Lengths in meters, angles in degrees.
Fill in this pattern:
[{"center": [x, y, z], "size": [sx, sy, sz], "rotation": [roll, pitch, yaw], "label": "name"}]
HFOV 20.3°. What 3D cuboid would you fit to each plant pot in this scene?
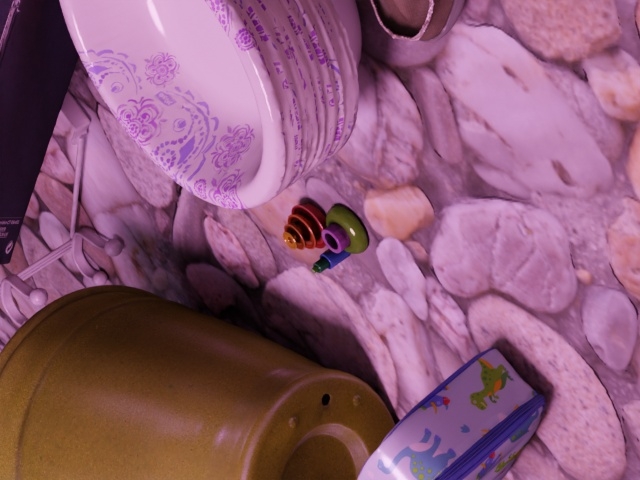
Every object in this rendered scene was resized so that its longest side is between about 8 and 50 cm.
[{"center": [-0.117, 0.237, 1.857], "size": [0.353, 0.366, 0.366], "rotation": [2, 125, 45], "label": "plant pot"}]

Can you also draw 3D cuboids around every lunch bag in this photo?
[{"center": [0.103, 0.204, 1.601], "size": [0.090, 0.176, 0.219], "rotation": [47, 152, 15], "label": "lunch bag"}]

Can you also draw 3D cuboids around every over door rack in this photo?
[{"center": [-0.352, 0.012, 2.041], "size": [0.108, 0.239, 0.324], "rotation": [43, 152, 26], "label": "over door rack"}]

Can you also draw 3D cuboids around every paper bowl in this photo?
[{"center": [-0.079, -0.180, 1.471], "size": [0.284, 0.148, 0.284], "rotation": [40, 151, 28], "label": "paper bowl"}]

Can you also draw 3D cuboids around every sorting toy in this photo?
[{"center": [0.000, 0.000, 1.675], "size": [0.102, 0.042, 0.061], "rotation": [11, 131, 54], "label": "sorting toy"}]

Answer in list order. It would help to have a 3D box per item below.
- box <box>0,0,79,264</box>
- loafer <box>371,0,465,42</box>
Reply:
[{"center": [-0.423, -0.158, 1.782], "size": [0.296, 0.294, 0.183], "rotation": [22, -172, 16], "label": "box"}, {"center": [0.040, -0.242, 1.269], "size": [0.094, 0.087, 0.251], "rotation": [28, 144, 41], "label": "loafer"}]
